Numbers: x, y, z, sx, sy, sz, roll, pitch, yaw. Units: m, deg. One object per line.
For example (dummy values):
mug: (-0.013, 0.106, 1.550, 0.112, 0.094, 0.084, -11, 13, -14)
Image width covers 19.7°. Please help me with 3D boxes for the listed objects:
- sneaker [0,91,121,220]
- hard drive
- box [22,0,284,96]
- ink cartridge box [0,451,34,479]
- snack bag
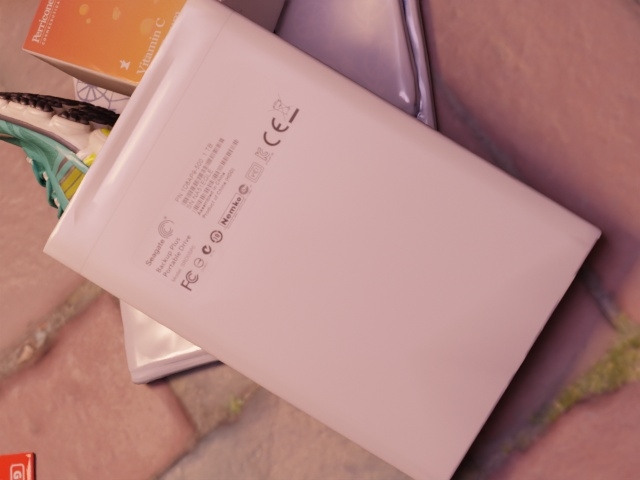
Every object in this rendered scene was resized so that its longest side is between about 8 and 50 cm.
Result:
sneaker: (-0.190, -0.048, 1.499, 0.275, 0.107, 0.110, 27, 103, 24)
hard drive: (0.000, 0.000, 1.394, 0.353, 0.047, 0.233, 31, 95, 4)
box: (-0.134, -0.181, 1.504, 0.170, 0.091, 0.130, 18, 86, 29)
ink cartridge box: (-0.357, 0.322, 1.572, 0.239, 0.060, 0.275, -9, 77, 25)
snack bag: (-0.055, -0.069, 1.514, 0.323, 0.037, 0.342, -14, 75, 22)
